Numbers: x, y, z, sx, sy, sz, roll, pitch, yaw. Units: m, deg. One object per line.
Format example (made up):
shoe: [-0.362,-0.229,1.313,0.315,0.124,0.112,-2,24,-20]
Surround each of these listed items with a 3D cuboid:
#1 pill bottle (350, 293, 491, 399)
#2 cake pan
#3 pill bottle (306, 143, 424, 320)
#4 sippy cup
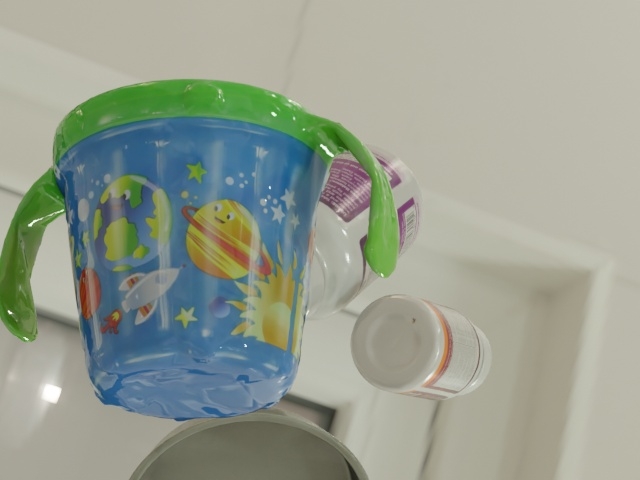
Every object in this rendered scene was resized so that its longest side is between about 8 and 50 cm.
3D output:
pill bottle: [0.132,0.138,2.291,0.221,0.121,0.121,19,91,-65]
cake pan: [-0.086,0.306,2.078,0.054,0.293,0.293,-104,-143,-60]
pill bottle: [0.000,0.000,2.311,0.301,0.169,0.169,-38,162,-55]
sippy cup: [-0.104,0.020,1.480,0.305,0.240,0.224,-33,-128,49]
